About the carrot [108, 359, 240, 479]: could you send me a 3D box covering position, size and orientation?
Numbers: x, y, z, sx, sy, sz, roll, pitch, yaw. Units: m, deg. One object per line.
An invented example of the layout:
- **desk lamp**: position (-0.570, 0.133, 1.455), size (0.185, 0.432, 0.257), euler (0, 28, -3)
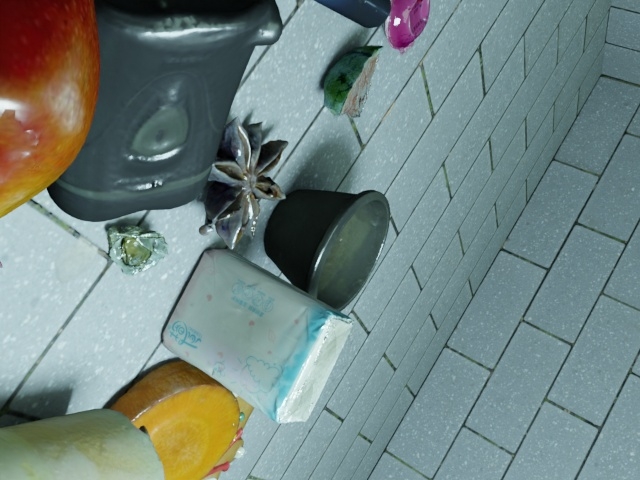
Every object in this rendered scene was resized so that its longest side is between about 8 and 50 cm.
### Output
- **carrot**: position (-0.274, 0.343, 1.166), size (0.307, 0.100, 0.258), euler (-1, 112, -58)

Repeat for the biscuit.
- **biscuit**: position (-0.215, 0.445, 1.420), size (0.339, 0.047, 0.216), euler (-64, 152, 0)

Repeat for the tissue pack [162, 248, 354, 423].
- **tissue pack**: position (-0.106, 0.153, 1.098), size (0.201, 0.271, 0.124), euler (-62, 153, -4)

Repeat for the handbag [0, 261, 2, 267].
- **handbag**: position (-0.432, 0.059, 0.612), size (0.260, 0.113, 0.162), euler (-48, 144, -13)

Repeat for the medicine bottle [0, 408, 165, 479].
- **medicine bottle**: position (-0.402, 0.347, 0.782), size (0.406, 0.236, 0.235), euler (9, 106, -63)

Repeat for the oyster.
- **oyster**: position (-0.269, 0.012, 0.959), size (0.098, 0.037, 0.100), euler (-8, 144, -38)

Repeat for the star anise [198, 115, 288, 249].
- **star anise**: position (-0.135, -0.086, 1.043), size (0.262, 0.081, 0.230), euler (-53, 154, -43)

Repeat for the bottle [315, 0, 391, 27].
- **bottle**: position (0.034, -0.403, 1.066), size (0.244, 0.072, 0.082), euler (-2, 75, -59)

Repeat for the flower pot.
- **flower pot**: position (0.000, 0.000, 1.274), size (0.269, 0.166, 0.269), euler (-45, 151, -34)

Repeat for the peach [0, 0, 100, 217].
- **peach**: position (-0.293, -0.144, 0.444), size (0.308, 0.332, 0.307), euler (-33, 143, -29)

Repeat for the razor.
- **razor**: position (-0.184, -0.148, 0.707), size (0.205, 0.113, 0.349), euler (-10, 155, -31)

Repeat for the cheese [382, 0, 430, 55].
- **cheese**: position (0.163, -0.469, 1.255), size (0.155, 0.062, 0.244), euler (-48, 148, -30)

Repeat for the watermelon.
- **watermelon**: position (0.051, -0.280, 1.226), size (0.187, 0.071, 0.139), euler (-59, 161, -27)
